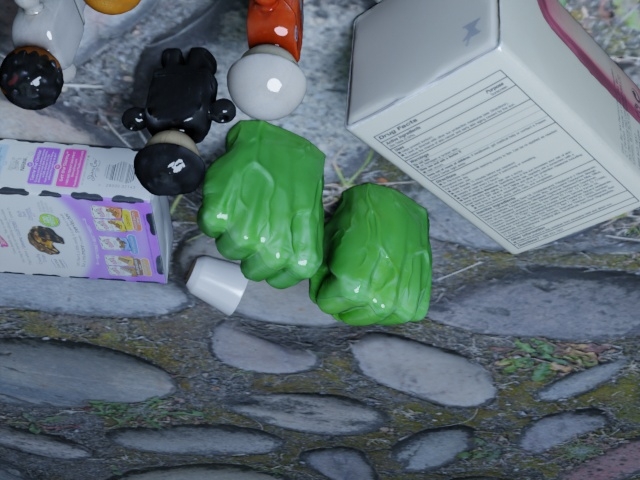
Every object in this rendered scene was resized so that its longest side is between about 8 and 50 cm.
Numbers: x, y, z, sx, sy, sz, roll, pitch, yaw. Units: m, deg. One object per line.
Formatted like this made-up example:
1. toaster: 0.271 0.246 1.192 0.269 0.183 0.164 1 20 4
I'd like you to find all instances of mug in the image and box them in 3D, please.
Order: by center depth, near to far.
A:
1. mug: -0.128 0.053 1.131 0.064 0.062 0.078 24 136 -13

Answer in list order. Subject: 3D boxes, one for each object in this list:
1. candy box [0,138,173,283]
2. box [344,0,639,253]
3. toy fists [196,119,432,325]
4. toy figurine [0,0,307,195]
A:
1. candy box: -0.264 -0.028 1.013 0.196 0.070 0.165 4 147 0
2. box: 0.152 -0.109 0.785 0.148 0.127 0.232 -24 137 37
3. toy fists: 0.000 0.000 0.956 0.279 0.142 0.096 28 140 -30
4. toy figurine: -0.129 -0.152 0.736 0.209 0.148 0.213 29 140 -32
